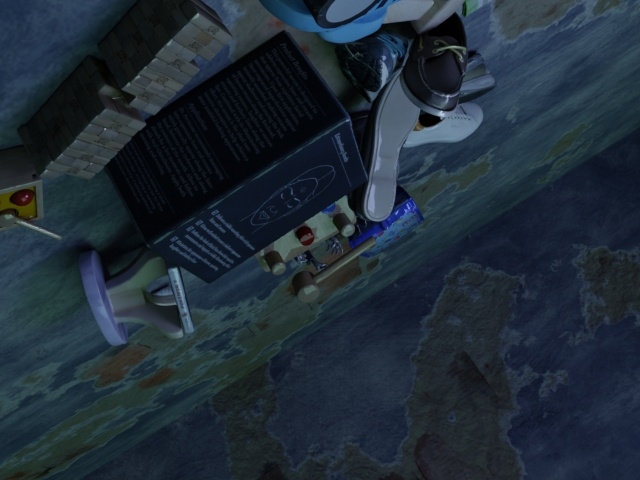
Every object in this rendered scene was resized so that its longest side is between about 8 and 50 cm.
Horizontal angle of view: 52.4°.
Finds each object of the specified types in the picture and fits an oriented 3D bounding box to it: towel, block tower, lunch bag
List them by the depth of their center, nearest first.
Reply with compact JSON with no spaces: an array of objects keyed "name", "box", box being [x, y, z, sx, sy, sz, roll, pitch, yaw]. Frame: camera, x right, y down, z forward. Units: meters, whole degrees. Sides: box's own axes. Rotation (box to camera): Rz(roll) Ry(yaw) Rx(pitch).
[{"name":"block tower","box":[-0.286,-0.223,0.941,0.335,0.091,0.097,-38,160,16]},{"name":"towel","box":[0.362,-0.528,1.332,0.152,0.023,0.113,-33,161,1]},{"name":"lunch bag","box":[0.193,-0.045,1.948,0.221,0.138,0.293,-35,-179,7]}]

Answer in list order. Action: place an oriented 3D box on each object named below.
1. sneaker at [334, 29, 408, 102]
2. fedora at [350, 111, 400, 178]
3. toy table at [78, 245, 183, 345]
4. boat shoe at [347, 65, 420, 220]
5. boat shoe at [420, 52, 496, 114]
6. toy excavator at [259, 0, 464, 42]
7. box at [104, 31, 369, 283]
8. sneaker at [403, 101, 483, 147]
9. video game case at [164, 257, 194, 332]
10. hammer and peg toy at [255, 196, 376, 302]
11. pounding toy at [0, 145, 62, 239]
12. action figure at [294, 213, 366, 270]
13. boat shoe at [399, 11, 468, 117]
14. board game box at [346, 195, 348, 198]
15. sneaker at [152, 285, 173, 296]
[{"name":"sneaker","box":[0.103,-0.347,1.203,0.122,0.110,0.283,-45,-176,5]},{"name":"fedora","box":[0.106,-0.175,1.565,0.244,0.124,0.275,-27,149,-14]},{"name":"toy table","box":[-0.396,0.113,1.395,0.161,0.252,0.274,-14,158,-11]},{"name":"boat shoe","box":[0.125,-0.208,1.384,0.112,0.095,0.335,9,98,-34]},{"name":"boat shoe","box":[0.266,-0.362,1.501,0.321,0.103,0.118,-18,176,-24]},{"name":"toy excavator","box":[0.082,-0.408,0.969,0.433,0.222,0.445,-29,175,-15]},{"name":"box","box":[-0.141,-0.135,1.205,0.396,0.212,0.293,-32,161,0]},{"name":"sneaker","box":[0.325,-0.317,1.663,0.290,0.105,0.123,-21,160,-29]},{"name":"video game case","box":[-0.306,0.063,1.361,0.023,0.201,0.183,-14,131,-12]},{"name":"hammer and peg toy","box":[-0.043,-0.040,1.502,0.266,0.127,0.361,-30,131,-2]},{"name":"pounding toy","box":[-0.485,-0.057,1.012,0.130,0.100,0.141,-21,158,-31]},{"name":"action figure","box":[0.000,0.000,1.732,0.276,0.140,0.164,-26,173,-23]},{"name":"boat shoe","box":[0.224,-0.343,1.223,0.324,0.117,0.096,-76,-170,-51]},{"name":"board game box","box":[-0.012,-0.103,1.743,0.210,0.047,0.160,-27,161,-18]},{"name":"sneaker","box":[-0.428,0.172,1.761,0.061,0.053,0.152,-16,150,-19]}]
